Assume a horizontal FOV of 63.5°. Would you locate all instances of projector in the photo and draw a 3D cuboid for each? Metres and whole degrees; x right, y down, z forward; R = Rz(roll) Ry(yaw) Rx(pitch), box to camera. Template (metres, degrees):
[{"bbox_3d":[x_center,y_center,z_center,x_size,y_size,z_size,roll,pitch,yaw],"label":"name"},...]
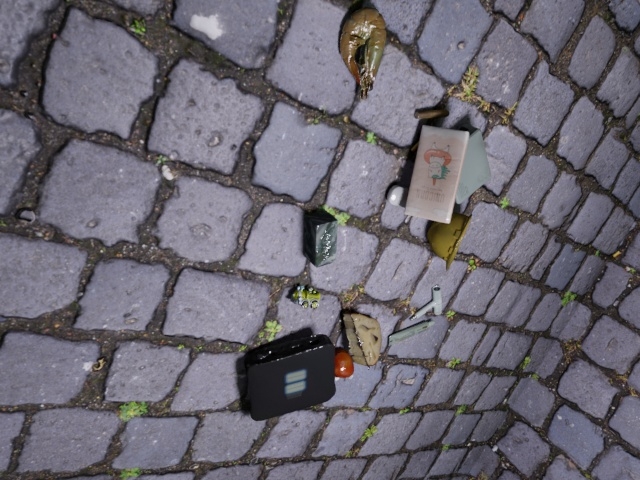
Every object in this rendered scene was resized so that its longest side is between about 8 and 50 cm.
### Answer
[{"bbox_3d":[0.537,-0.292,1.984,0.192,0.099,0.256,-41,133,-9],"label":"projector"}]

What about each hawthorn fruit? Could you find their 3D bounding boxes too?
[{"bbox_3d":[0.080,0.512,2.139,0.128,0.128,0.128,-18,126,-26],"label":"hawthorn fruit"}]

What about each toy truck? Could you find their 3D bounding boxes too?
[{"bbox_3d":[-0.056,0.205,1.893,0.111,0.076,0.076,13,92,-38],"label":"toy truck"}]

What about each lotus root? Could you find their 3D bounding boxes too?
[{"bbox_3d":[0.180,0.390,2.131,0.170,0.075,0.260,-23,106,-43],"label":"lotus root"}]

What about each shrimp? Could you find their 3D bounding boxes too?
[{"bbox_3d":[0.127,-0.556,1.558,0.146,0.061,0.267,-12,127,-19],"label":"shrimp"}]

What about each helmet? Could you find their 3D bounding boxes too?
[{"bbox_3d":[0.508,-0.019,2.106,0.205,0.140,0.256,-46,157,-49],"label":"helmet"}]

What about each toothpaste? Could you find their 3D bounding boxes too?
[{"bbox_3d":[0.419,0.419,2.379,0.256,0.037,0.067,-18,132,-22],"label":"toothpaste"}]

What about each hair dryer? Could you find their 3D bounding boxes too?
[{"bbox_3d":[0.474,0.303,2.346,0.183,0.044,0.154,-24,126,-18],"label":"hair dryer"}]

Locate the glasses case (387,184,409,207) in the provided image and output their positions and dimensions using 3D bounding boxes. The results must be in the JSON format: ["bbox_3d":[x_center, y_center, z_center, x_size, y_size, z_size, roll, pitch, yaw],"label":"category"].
[{"bbox_3d":[0.330,-0.160,1.950,0.197,0.049,0.076,7,110,-38],"label":"glasses case"}]

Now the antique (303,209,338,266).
[{"bbox_3d":[0.000,0.000,1.791,0.088,0.086,0.182,-16,125,-26],"label":"antique"}]

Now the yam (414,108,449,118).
[{"bbox_3d":[0.395,-0.448,1.833,0.146,0.032,0.032,-12,123,-28],"label":"yam"}]

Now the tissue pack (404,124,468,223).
[{"bbox_3d":[0.412,-0.235,1.843,0.071,0.170,0.325,-16,119,-67],"label":"tissue pack"}]

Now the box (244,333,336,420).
[{"bbox_3d":[-0.112,0.535,2.003,0.360,0.091,0.350,-12,125,-14],"label":"box"}]
